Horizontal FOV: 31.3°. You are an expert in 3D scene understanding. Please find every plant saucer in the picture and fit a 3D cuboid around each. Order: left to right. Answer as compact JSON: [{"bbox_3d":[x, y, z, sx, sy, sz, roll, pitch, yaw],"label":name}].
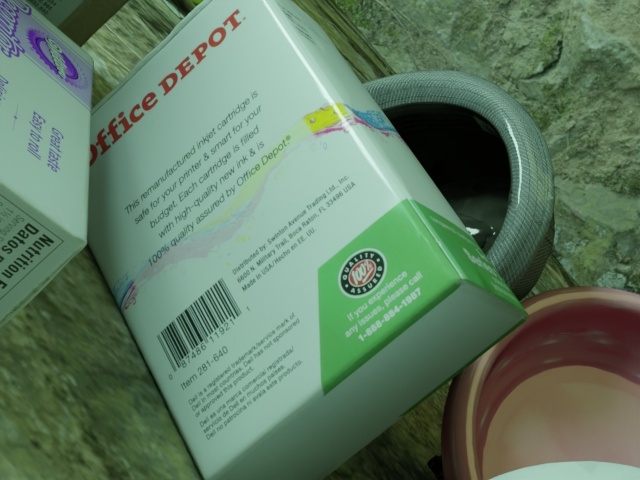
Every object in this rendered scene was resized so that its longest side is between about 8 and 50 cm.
[{"bbox_3d":[0.238,0.196,0.888,0.332,0.084,0.332,12,54,-17],"label":"plant saucer"}]

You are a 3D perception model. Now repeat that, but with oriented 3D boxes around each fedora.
[{"bbox_3d":[0.085,-0.013,0.962,0.124,0.276,0.243,32,58,-48],"label":"fedora"}]

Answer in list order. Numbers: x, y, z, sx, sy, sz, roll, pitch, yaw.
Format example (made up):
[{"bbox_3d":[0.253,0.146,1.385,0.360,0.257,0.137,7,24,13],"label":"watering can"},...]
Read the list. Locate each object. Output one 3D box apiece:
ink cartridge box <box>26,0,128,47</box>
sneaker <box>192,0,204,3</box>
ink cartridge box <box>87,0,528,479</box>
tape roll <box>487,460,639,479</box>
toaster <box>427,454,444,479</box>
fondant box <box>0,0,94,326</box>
[{"bbox_3d":[-0.227,-0.281,0.882,0.235,0.193,0.088,40,18,-30],"label":"ink cartridge box"},{"bbox_3d":[-0.194,-0.411,1.422,0.295,0.123,0.109,54,15,15],"label":"sneaker"},{"bbox_3d":[-0.032,-0.006,0.753,0.117,0.201,0.278,25,28,-56],"label":"ink cartridge box"},{"bbox_3d":[0.119,0.238,0.513,0.246,0.246,0.169,52,16,8],"label":"tape roll"},{"bbox_3d":[0.218,0.218,0.997,0.227,0.129,0.146,-11,59,-36],"label":"toaster"},{"bbox_3d":[-0.269,-0.124,0.577,0.330,0.096,0.238,42,16,-29],"label":"fondant box"}]
